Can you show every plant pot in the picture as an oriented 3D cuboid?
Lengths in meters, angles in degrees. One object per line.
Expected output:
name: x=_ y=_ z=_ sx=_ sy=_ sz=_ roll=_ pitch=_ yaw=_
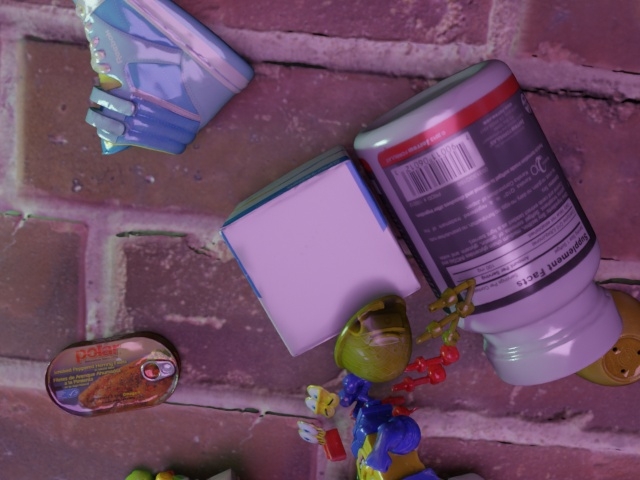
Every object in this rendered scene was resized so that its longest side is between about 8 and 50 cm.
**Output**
plant pot: x=0.395 y=0.143 z=1.086 sx=0.134 sy=0.095 sz=0.134 roll=0 pitch=103 yaw=1

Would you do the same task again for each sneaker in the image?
sneaker: x=-0.265 y=-0.229 z=1.004 sx=0.319 sy=0.127 sz=0.208 roll=37 pitch=99 yaw=-6

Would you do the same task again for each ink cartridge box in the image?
ink cartridge box: x=0.000 y=0.000 z=0.993 sx=0.168 sy=0.233 sz=0.171 roll=-29 pitch=100 yaw=5

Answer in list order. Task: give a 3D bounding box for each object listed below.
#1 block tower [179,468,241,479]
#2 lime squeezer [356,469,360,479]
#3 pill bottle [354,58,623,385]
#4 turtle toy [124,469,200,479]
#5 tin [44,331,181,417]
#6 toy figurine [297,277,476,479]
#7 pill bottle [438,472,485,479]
block tower: x=-0.092 y=0.467 z=1.127 sx=0.097 sy=0.091 sz=0.335 roll=-26 pitch=115 yaw=6
lime squeezer: x=0.007 y=0.378 z=1.164 sx=0.110 sy=0.059 sz=0.310 roll=40 pitch=101 yaw=-7
pill bottle: x=0.212 y=-0.017 z=0.997 sx=0.210 sy=0.210 sz=0.363 roll=-29 pitch=101 yaw=7
turtle toy: x=-0.221 y=0.369 z=1.160 sx=0.130 sy=0.066 sz=0.095 roll=19 pitch=101 yaw=-3
tin: x=-0.290 y=0.187 z=1.139 sx=0.189 sy=0.040 sz=0.106 roll=-9 pitch=106 yaw=3
toy figurine: x=0.108 y=0.238 z=0.941 sx=0.191 sy=0.217 sz=0.363 roll=-10 pitch=145 yaw=-18
pill bottle: x=0.127 y=0.393 z=1.101 sx=0.221 sy=0.121 sz=0.121 roll=-9 pitch=103 yaw=-23
